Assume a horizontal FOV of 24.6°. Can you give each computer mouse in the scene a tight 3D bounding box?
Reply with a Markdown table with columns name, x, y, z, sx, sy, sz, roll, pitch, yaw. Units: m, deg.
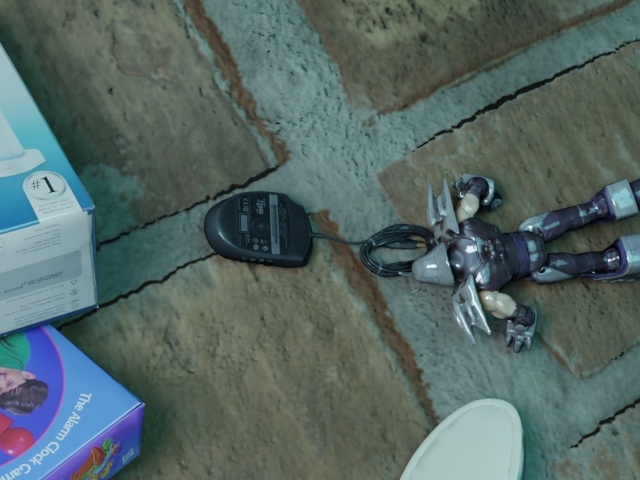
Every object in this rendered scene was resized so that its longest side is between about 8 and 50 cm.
| name | x | y | z | sx | sy | sz | roll | pitch | yaw |
| --- | --- | --- | --- | --- | --- | --- | --- | --- | --- |
| computer mouse | 0.000 | 0.000 | 1.417 | 0.242 | 0.041 | 0.071 | 8 | 67 | -22 |

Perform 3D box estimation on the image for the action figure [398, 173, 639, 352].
| name | x | y | z | sx | sy | sz | roll | pitch | yaw |
| --- | --- | --- | --- | --- | --- | --- | --- | --- | --- |
| action figure | 0.210 | 0.013 | 1.443 | 0.285 | 0.099 | 0.185 | -10 | 84 | -17 |

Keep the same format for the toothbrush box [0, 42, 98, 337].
| name | x | y | z | sx | sy | sz | roll | pitch | yaw |
| --- | --- | --- | --- | --- | --- | --- | --- | --- | --- |
| toothbrush box | -0.337 | -0.052 | 1.211 | 0.216 | 0.126 | 0.295 | -18 | 51 | -23 |

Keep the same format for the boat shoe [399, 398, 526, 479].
| name | x | y | z | sx | sy | sz | roll | pitch | yaw |
| --- | --- | --- | --- | --- | --- | --- | --- | --- | --- |
| boat shoe | 0.124 | 0.297 | 1.329 | 0.099 | 0.116 | 0.319 | 53 | 45 | -43 |

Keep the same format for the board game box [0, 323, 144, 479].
| name | x | y | z | sx | sy | sz | roll | pitch | yaw |
| --- | --- | --- | --- | --- | --- | --- | --- | --- | --- |
| board game box | -0.344 | 0.175 | 1.142 | 0.233 | 0.078 | 0.347 | 38 | 52 | 22 |
